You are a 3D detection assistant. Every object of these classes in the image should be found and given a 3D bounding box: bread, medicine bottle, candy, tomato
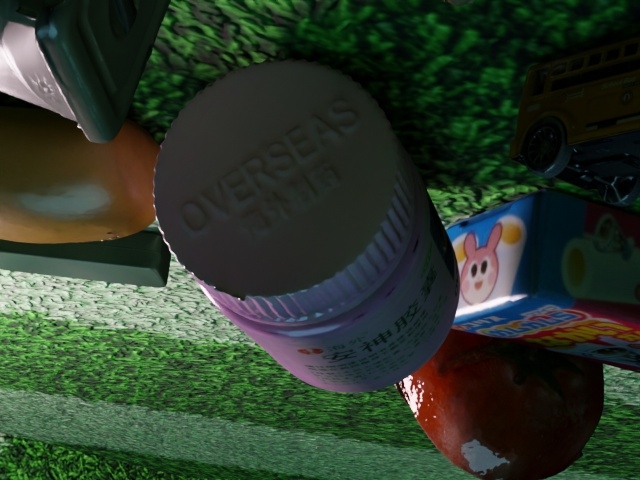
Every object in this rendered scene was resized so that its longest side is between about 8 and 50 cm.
[{"bbox_3d":[-0.231,-0.049,1.137,0.217,0.098,0.147,2,160,14],"label":"bread"},{"bbox_3d":[0.000,0.000,1.050,0.178,0.178,0.291,4,163,14],"label":"medicine bottle"},{"bbox_3d":[0.267,0.050,1.245,0.305,0.100,0.157,16,163,-24],"label":"candy"},{"bbox_3d":[0.179,0.114,1.322,0.225,0.225,0.085,15,142,-23],"label":"tomato"}]

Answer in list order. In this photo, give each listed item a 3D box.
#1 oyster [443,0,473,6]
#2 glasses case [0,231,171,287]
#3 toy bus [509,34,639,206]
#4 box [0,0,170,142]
[{"bbox_3d":[0.049,-0.153,0.693,0.132,0.072,0.209,11,166,-3],"label":"oyster"},{"bbox_3d":[-0.248,0.012,1.454,0.184,0.039,0.078,6,164,5],"label":"glasses case"},{"bbox_3d":[0.207,-0.079,0.843,0.083,0.088,0.194,19,163,-35],"label":"toy bus"},{"bbox_3d":[-0.144,-0.139,0.756,0.092,0.124,0.172,16,164,6],"label":"box"}]
